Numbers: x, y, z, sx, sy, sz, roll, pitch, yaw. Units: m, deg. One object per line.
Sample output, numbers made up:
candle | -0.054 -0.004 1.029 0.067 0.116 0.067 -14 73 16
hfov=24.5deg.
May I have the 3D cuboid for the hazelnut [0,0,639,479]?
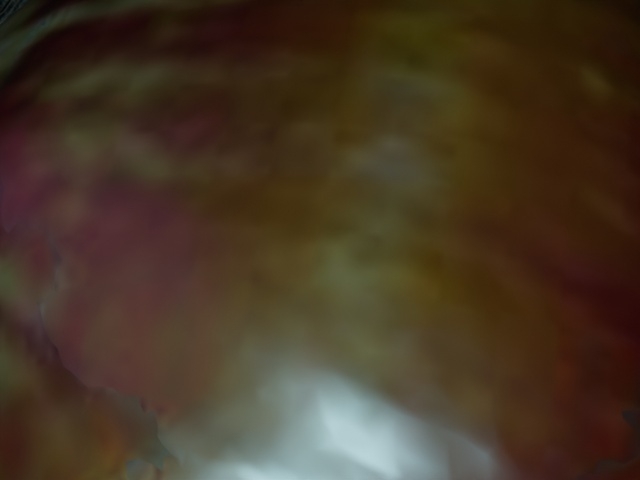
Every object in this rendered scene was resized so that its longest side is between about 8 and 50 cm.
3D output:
hazelnut | 0.014 0.057 0.602 0.429 0.402 0.402 -62 19 -17
